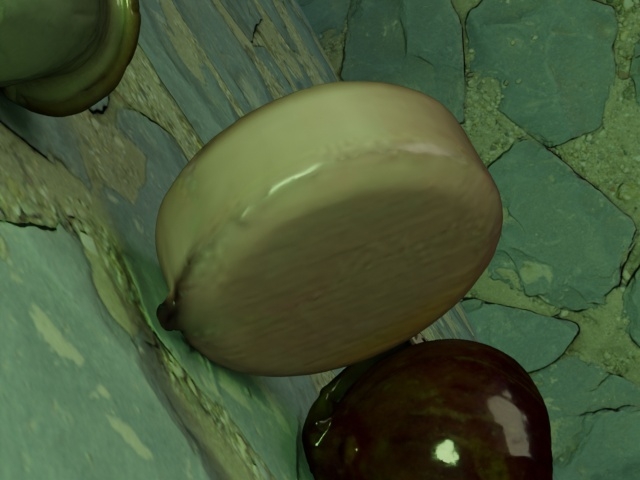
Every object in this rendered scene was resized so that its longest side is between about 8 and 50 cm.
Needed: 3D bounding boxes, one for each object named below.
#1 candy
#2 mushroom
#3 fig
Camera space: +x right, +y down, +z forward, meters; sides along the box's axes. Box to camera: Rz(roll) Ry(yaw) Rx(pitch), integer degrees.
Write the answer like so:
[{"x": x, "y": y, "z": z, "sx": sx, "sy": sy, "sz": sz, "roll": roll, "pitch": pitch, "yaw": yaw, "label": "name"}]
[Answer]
[{"x": 0.000, "y": 0.000, "z": 0.815, "sx": 0.255, "sy": 0.255, "sz": 0.094, "roll": 45, "pitch": 17, "yaw": -52, "label": "candy"}, {"x": -0.188, "y": -0.136, "z": 0.605, "sx": 0.128, "sy": 0.128, "sz": 0.350, "roll": 60, "pitch": 8, "yaw": 7, "label": "mushroom"}, {"x": 0.080, "y": 0.166, "z": 0.886, "sx": 0.205, "sy": 0.205, "sz": 0.205, "roll": 56, "pitch": 11, "yaw": -16, "label": "fig"}]
